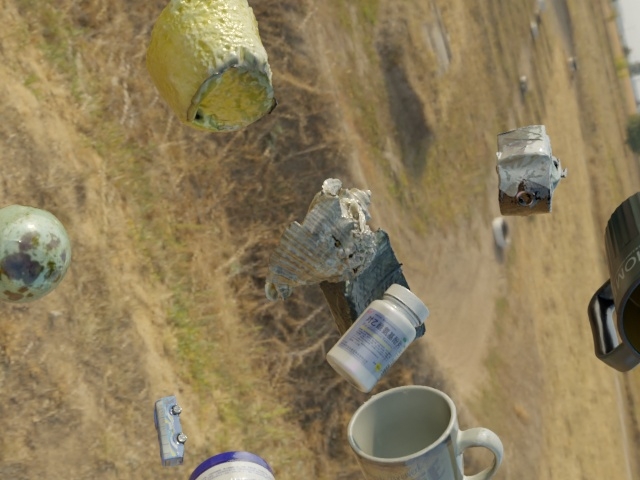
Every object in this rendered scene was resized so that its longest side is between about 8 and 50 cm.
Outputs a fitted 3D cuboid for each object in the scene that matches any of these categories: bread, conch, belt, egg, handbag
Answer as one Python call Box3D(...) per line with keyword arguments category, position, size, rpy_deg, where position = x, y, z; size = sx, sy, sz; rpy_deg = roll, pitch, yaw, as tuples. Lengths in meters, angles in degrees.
Box3D(category="bread", position=(-0.160, -0.267, 1.131), size=(0.170, 0.197, 0.197), rpy_deg=(58, 17, 23))
Box3D(category="conch", position=(0.000, 0.000, 1.194), size=(0.245, 0.163, 0.178), rpy_deg=(-44, 136, -13))
Box3D(category="belt", position=(0.500, -0.164, 1.790), size=(0.289, 0.164, 0.184), rpy_deg=(-63, 144, -58))
Box3D(category="egg", position=(-0.529, 0.018, 1.335), size=(0.231, 0.169, 0.169), rpy_deg=(-122, -172, -67))
Box3D(category="handbag", position=(0.110, 0.123, 1.481), size=(0.175, 0.089, 0.270), rpy_deg=(-35, 119, -22))

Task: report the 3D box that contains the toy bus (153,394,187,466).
Box3D(category="toy bus", position=(-0.326, 0.413, 1.637), size=(0.051, 0.061, 0.153), rpy_deg=(105, -27, -47))

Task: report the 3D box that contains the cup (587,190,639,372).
Box3D(category="cup", position=(0.645, 0.082, 1.378), size=(0.292, 0.242, 0.307), rpy_deg=(-69, 163, -57))

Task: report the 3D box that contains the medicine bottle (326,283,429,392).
Box3D(category="medicine bottle", position=(0.106, 0.175, 1.365), size=(0.186, 0.103, 0.102), rpy_deg=(-47, 132, -14))

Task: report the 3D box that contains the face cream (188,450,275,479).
Box3D(category="face cream", position=(-0.197, 0.587, 1.698), size=(0.205, 0.206, 0.111), rpy_deg=(64, 0, -27))

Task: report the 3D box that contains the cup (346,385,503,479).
Box3D(category="cup", position=(0.234, 0.463, 1.561), size=(0.227, 0.301, 0.256), rpy_deg=(-63, 139, -54))
